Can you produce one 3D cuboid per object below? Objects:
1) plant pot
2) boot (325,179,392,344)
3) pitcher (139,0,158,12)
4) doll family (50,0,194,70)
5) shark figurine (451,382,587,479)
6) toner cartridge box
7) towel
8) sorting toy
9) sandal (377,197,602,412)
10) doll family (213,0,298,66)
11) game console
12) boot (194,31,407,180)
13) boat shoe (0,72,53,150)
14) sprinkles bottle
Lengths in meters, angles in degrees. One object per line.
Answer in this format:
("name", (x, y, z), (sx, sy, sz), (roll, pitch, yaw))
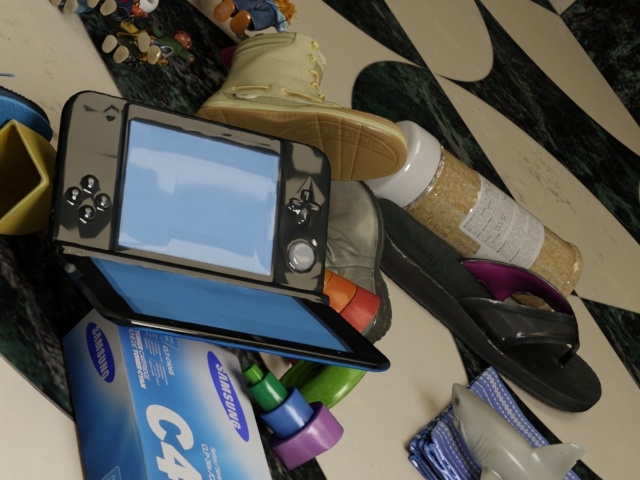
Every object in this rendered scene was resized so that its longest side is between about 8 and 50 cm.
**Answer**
("plant pot", (-0.281, -0.053, 1.671), (0.083, 0.081, 0.081), (22, 33, -58))
("boot", (0.000, 0.000, 2.041), (0.161, 0.083, 0.246), (25, 43, -43))
("pitcher", (-0.261, -0.408, 2.261), (0.207, 0.126, 0.177), (-91, 156, -44))
("doll family", (-0.238, -0.265, 2.103), (0.193, 0.076, 0.111), (47, 27, 6))
("shark figurine", (0.273, 0.272, 1.998), (0.278, 0.116, 0.166), (38, 26, -26))
("toner cartridge box", (-0.119, 0.216, 1.515), (0.165, 0.075, 0.347), (30, 28, -38))
("towel", (0.233, 0.285, 2.084), (0.243, 0.040, 0.336), (50, 22, 4))
("sorting toy", (-0.029, 0.097, 1.762), (0.126, 0.127, 0.365), (52, 16, -13))
("sandal", (0.243, 0.085, 2.338), (0.446, 0.107, 0.167), (37, 24, -24))
("doll family", (-0.106, -0.331, 2.384), (0.263, 0.118, 0.163), (50, 22, 6))
("game console", (-0.087, -0.010, 1.611), (0.293, 0.173, 0.250), (13, 73, -30))
("boot", (-0.006, -0.171, 2.151), (0.262, 0.095, 0.203), (8, 37, 11))
("boat shoe", (-0.360, -0.143, 1.638), (0.258, 0.109, 0.089), (21, 31, -51))
("sprinkles bottle", (0.215, -0.029, 2.460), (0.355, 0.121, 0.121), (34, 26, -29))
